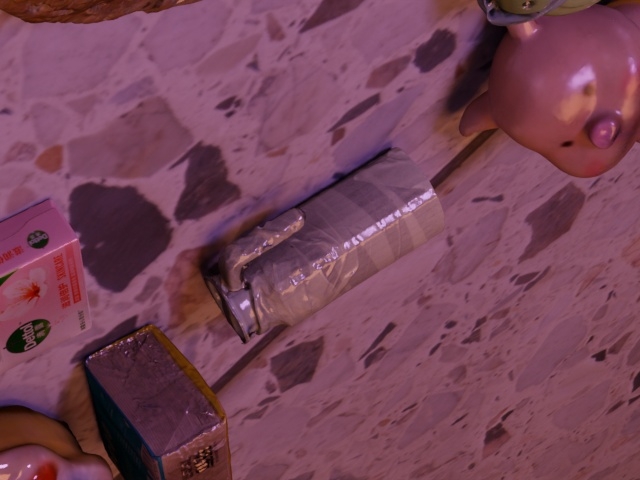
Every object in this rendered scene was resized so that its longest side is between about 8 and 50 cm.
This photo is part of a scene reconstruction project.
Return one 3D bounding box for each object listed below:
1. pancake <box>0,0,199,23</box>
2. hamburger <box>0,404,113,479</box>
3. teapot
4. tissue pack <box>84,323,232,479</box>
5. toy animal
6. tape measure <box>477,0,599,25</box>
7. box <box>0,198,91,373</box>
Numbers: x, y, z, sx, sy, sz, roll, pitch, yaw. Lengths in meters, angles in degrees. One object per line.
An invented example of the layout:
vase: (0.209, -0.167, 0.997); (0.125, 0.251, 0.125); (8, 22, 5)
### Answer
pancake: (-0.038, -0.251, 0.936); (0.387, 0.082, 0.387); (-37, 164, -13)
hamburger: (-0.262, 0.298, 1.391); (0.276, 0.237, 0.276); (-27, 149, -18)
teapot: (0.000, 0.000, 1.415); (0.200, 0.077, 0.107); (-33, 149, -11)
tissue pack: (-0.133, 0.165, 1.461); (0.082, 0.120, 0.169); (-32, 151, -19)
toy animal: (0.251, -0.144, 1.428); (0.248, 0.149, 0.165); (-9, 125, -32)
tape measure: (0.193, -0.236, 1.270); (0.154, 0.087, 0.177); (-8, 143, -46)
box: (-0.218, 0.036, 1.241); (0.089, 0.043, 0.125); (-28, 151, -18)
